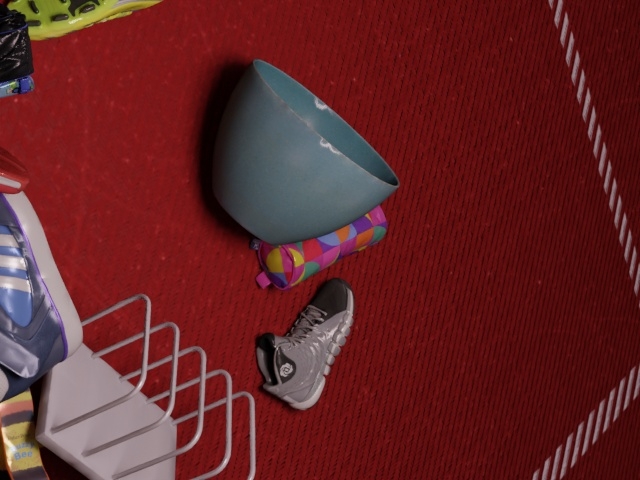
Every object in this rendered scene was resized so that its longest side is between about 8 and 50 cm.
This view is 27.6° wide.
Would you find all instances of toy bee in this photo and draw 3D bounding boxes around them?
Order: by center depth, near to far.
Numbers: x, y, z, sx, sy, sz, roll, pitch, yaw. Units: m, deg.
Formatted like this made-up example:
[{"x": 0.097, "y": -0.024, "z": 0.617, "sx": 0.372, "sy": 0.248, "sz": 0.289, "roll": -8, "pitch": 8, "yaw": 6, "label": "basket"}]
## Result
[{"x": -0.396, "y": 0.304, "z": 1.731, "sx": 0.195, "sy": 0.162, "sz": 0.298, "roll": -34, "pitch": 114, "yaw": -38, "label": "toy bee"}]

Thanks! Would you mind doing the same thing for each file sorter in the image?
[{"x": -0.230, "y": 0.237, "z": 1.806, "sx": 0.277, "sy": 0.173, "sz": 0.192, "roll": 49, "pitch": 26, "yaw": -38, "label": "file sorter"}]

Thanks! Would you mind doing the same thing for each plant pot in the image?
[{"x": -0.051, "y": -0.107, "z": 1.982, "sx": 0.290, "sy": 0.290, "sz": 0.195, "roll": 31, "pitch": 105, "yaw": -39, "label": "plant pot"}]

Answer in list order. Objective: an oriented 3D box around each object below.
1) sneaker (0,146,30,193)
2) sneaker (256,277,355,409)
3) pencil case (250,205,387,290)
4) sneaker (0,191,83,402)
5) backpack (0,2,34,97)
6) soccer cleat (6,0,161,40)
[{"x": -0.483, "y": -0.072, "z": 1.614, "sx": 0.221, "sy": 0.087, "sz": 0.128, "roll": 20, "pitch": 113, "yaw": -20, "label": "sneaker"}, {"x": -0.031, "y": 0.152, "z": 2.112, "sx": 0.132, "sy": 0.086, "sz": 0.228, "roll": 29, "pitch": 74, "yaw": -37, "label": "sneaker"}, {"x": 0.000, "y": 0.000, "z": 2.127, "sx": 0.236, "sy": 0.104, "sz": 0.104, "roll": -25, "pitch": 109, "yaw": -37, "label": "pencil case"}, {"x": -0.463, "y": 0.057, "z": 1.644, "sx": 0.236, "sy": 0.130, "sz": 0.322, "roll": -31, "pitch": 97, "yaw": -40, "label": "sneaker"}, {"x": -0.466, "y": -0.237, "z": 1.649, "sx": 0.173, "sy": 0.158, "sz": 0.116, "roll": -20, "pitch": 124, "yaw": -27, "label": "backpack"}, {"x": -0.308, "y": -0.335, "z": 1.828, "sx": 0.289, "sy": 0.121, "sz": 0.093, "roll": -29, "pitch": 72, "yaw": -24, "label": "soccer cleat"}]
